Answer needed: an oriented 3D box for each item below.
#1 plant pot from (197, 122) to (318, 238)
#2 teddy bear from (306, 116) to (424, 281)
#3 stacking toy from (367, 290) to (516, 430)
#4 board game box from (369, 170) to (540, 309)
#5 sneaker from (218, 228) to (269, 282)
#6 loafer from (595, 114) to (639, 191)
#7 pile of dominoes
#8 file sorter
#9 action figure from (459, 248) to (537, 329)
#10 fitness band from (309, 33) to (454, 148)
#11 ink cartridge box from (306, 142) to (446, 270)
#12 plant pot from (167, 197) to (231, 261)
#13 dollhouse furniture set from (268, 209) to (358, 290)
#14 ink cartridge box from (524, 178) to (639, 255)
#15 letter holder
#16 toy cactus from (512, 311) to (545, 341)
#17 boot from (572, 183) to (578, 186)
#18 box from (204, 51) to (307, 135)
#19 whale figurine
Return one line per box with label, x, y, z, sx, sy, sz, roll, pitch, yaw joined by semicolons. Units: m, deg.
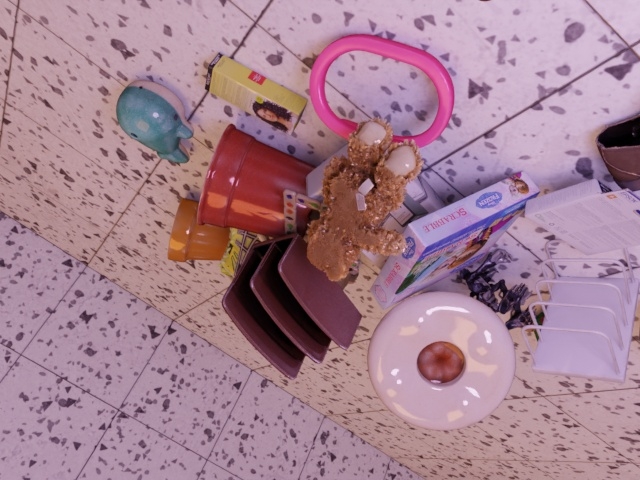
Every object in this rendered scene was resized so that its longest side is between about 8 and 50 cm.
plant pot;-0.142;-0.126;1.501;0.265;0.272;0.272;18;149;-3
teddy bear;0.088;-0.078;1.171;0.245;0.113;0.338;25;116;32
stacking toy;0.306;0.255;1.591;0.350;0.351;0.480;26;-168;0
board game box;0.291;0.008;1.320;0.066;0.318;0.318;58;157;20
sneaker;-0.219;0.028;1.687;0.147;0.385;0.145;-6;168;-19
loafer;0.596;-0.192;0.937;0.130;0.134;0.366;33;149;-11
pile of dominoes;0.000;0.000;1.367;0.196;0.040;0.251;19;148;11
file sorter;0.587;0.146;1.325;0.193;0.278;0.173;0;136;38
action figure;0.458;0.121;1.496;0.164;0.141;0.276;52;-177;-17
fitness band;0.117;-0.287;1.157;0.291;0.054;0.209;20;123;12
ink cartridge box;0.139;-0.092;1.368;0.211;0.121;0.289;-37;117;20
plant pot;-0.378;-0.018;1.904;0.188;0.205;0.205;13;151;-9
dollhouse furniture set;-0.036;0.084;1.686;0.198;0.286;0.303;14;136;22
ink cartridge box;0.570;-0.047;1.175;0.223;0.045;0.224;26;156;-27
letter holder;-0.065;0.170;1.405;0.152;0.214;0.302;-14;125;38
toy cactus;0.623;0.256;1.645;0.180;0.112;0.219;19;158;32
boot;0.576;-0.070;1.235;0.114;0.037;0.106;19;154;13
box;-0.151;-0.338;1.358;0.232;0.058;0.087;28;149;-1
whale figurine;-0.443;-0.292;1.567;0.216;0.141;0.272;16;148;16
